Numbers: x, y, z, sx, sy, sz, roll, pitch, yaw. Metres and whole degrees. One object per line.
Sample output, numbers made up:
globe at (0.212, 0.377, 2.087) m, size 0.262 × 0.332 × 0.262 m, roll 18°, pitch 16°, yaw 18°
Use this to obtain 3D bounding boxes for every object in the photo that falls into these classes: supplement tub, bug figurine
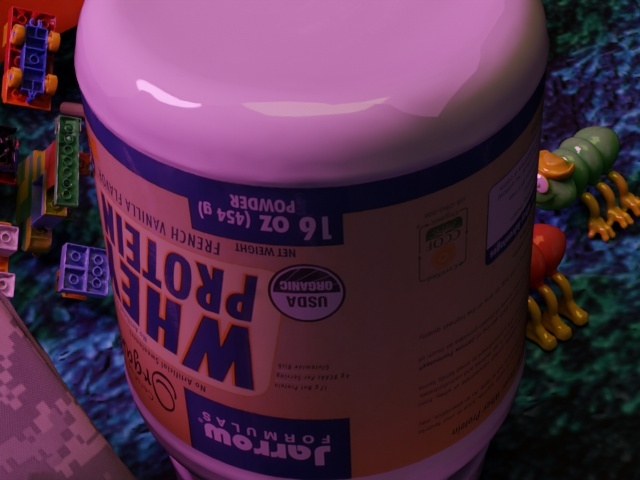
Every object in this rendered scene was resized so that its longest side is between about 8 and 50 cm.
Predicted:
supplement tub at (0.000, 0.000, 0.798) m, size 0.228 × 0.316 × 0.228 m, roll -2°, pitch 40°, yaw 1°
bug figurine at (0.090, -0.044, 1.035) m, size 0.279 × 0.072 × 0.216 m, roll 30°, pitch 50°, yaw 33°

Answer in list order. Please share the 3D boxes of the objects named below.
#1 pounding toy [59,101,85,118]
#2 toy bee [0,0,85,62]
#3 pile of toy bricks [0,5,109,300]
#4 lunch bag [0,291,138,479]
pounding toy at (-0.114, -0.107, 1.117) m, size 0.141 × 0.100 × 0.130 m, roll -20°, pitch 58°, yaw -16°
toy bee at (-0.135, -0.232, 1.176) m, size 0.298 × 0.195 × 0.162 m, roll -4°, pitch 28°, yaw -6°
pile of toy bricks at (-0.189, -0.041, 1.021) m, size 0.118 × 0.105 × 0.212 m, roll 10°, pitch 71°, yaw -26°
lunch bag at (-0.251, 0.153, 0.717) m, size 0.256 × 0.212 × 0.305 m, roll 41°, pitch 58°, yaw 19°
